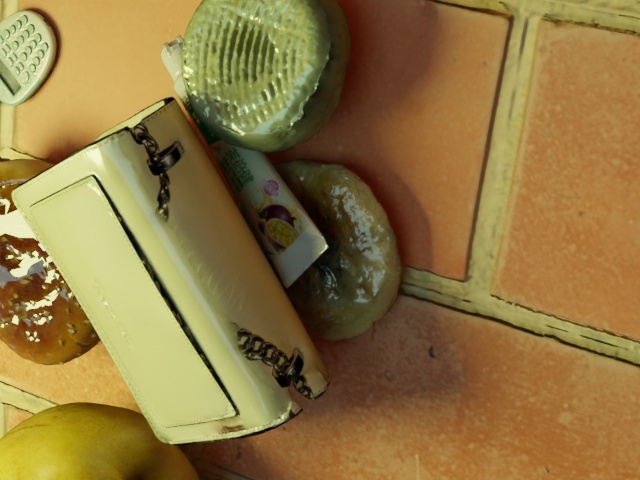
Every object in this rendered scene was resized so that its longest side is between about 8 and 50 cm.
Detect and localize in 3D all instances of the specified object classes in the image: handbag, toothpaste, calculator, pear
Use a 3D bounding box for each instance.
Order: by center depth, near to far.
[{"bbox_3d":[-0.157,0.039,1.294,0.236,0.160,0.359,-15,108,54],"label":"handbag"},{"bbox_3d":[-0.091,-0.096,1.296,0.056,0.058,0.314,-28,70,-10],"label":"toothpaste"},{"bbox_3d":[-0.297,0.353,1.435,0.314,0.314,0.315,8,108,26],"label":"pear"},{"bbox_3d":[-0.391,-0.227,1.472,0.153,0.021,0.095,-42,83,30],"label":"calculator"}]

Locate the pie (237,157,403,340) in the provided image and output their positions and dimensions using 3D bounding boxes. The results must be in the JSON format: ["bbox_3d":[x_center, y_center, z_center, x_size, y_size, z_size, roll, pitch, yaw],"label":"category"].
[{"bbox_3d":[0.002,-0.001,1.308,0.218,0.052,0.185,42,118,15],"label":"pie"}]

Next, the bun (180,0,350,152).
[{"bbox_3d":[-0.052,-0.189,1.238,0.195,0.118,0.196,-2,85,20],"label":"bun"}]

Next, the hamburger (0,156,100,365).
[{"bbox_3d":[-0.347,0.013,1.455,0.243,0.146,0.286,-11,98,23],"label":"hamburger"}]
